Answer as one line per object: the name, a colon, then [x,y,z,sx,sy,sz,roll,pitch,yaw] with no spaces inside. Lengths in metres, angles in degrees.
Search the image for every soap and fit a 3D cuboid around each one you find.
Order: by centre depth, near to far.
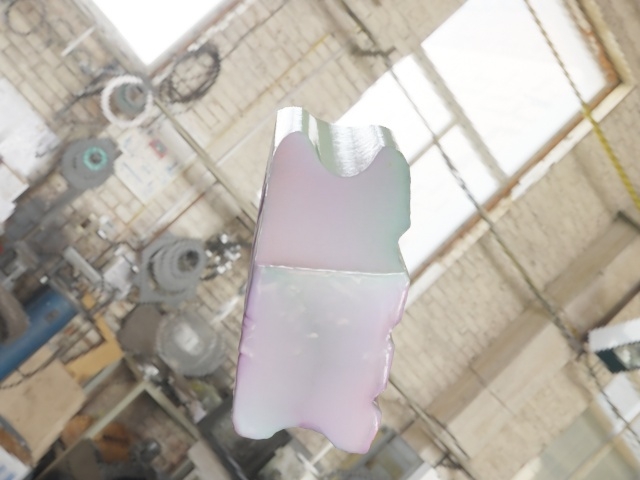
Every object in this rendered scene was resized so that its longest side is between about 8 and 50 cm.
soap: [0.000,0.000,0.743,0.109,0.192,0.324,10,20,-4]
